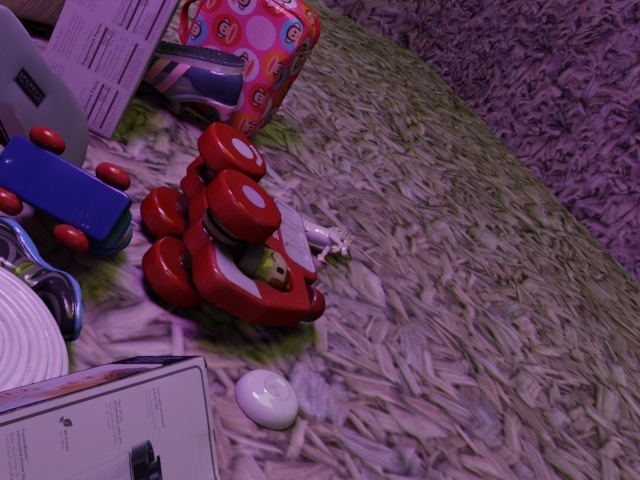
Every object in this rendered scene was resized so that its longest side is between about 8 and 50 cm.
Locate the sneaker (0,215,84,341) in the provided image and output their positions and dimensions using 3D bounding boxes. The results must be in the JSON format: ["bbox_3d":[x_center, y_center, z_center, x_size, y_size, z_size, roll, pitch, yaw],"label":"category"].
[{"bbox_3d":[-0.316,0.046,0.738,0.188,0.067,0.078,39,33,20],"label":"sneaker"}]

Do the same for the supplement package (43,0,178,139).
[{"bbox_3d":[-0.337,-0.338,1.145,0.145,0.262,0.204,27,26,-18],"label":"supplement package"}]

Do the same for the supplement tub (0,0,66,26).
[{"bbox_3d":[-0.522,-0.516,1.265,0.325,0.235,0.235,-1,43,-52],"label":"supplement tub"}]

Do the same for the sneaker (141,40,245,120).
[{"bbox_3d":[-0.304,-0.308,1.334,0.319,0.131,0.112,14,27,10],"label":"sneaker"}]

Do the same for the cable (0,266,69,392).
[{"bbox_3d":[-0.340,0.098,0.575,0.257,0.089,0.257,16,31,-34],"label":"cable"}]

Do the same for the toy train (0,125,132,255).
[{"bbox_3d":[-0.339,-0.067,0.840,0.248,0.105,0.143,29,-16,2],"label":"toy train"}]

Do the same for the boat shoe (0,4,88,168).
[{"bbox_3d":[-0.382,-0.173,0.852,0.105,0.113,0.306,21,-18,15],"label":"boat shoe"}]

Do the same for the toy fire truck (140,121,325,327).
[{"bbox_3d":[-0.096,0.001,0.973,0.254,0.169,0.302,33,23,-33],"label":"toy fire truck"}]

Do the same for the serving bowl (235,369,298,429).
[{"bbox_3d":[-0.059,0.184,0.840,0.083,0.027,0.083,28,27,-15],"label":"serving bowl"}]

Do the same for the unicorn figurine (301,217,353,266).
[{"bbox_3d":[0.000,0.000,1.197,0.162,0.060,0.111,32,29,-12],"label":"unicorn figurine"}]

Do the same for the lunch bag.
[{"bbox_3d":[-0.168,-0.379,1.392,0.258,0.293,0.120,37,30,3],"label":"lunch bag"}]

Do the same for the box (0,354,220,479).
[{"bbox_3d":[-0.200,0.190,0.492,0.290,0.087,0.169,-9,91,-54],"label":"box"}]
